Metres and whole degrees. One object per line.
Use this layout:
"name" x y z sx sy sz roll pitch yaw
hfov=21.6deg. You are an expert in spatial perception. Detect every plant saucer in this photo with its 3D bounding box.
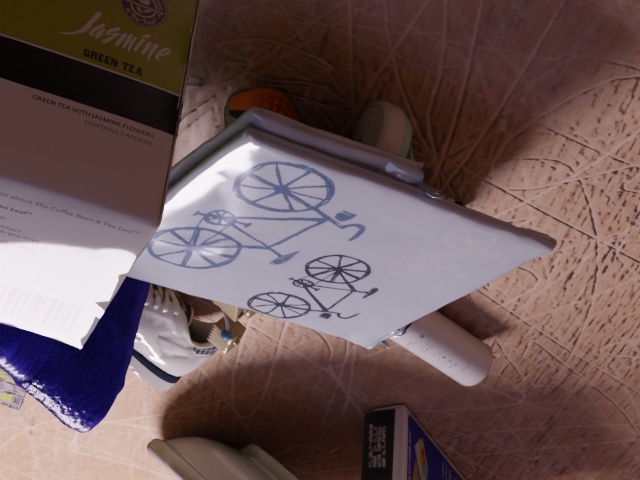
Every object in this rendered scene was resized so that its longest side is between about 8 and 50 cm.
"plant saucer" -0.039 0.358 2.086 0.400 0.100 0.400 41 170 9

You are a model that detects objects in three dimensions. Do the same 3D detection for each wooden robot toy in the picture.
"wooden robot toy" -0.100 0.043 1.781 0.079 0.076 0.173 38 150 14

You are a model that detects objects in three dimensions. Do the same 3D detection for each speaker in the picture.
"speaker" 0.128 0.109 1.834 0.055 0.055 0.136 -24 137 37

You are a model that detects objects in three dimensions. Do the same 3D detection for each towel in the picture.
"towel" -0.276 0.017 1.595 0.076 0.228 0.308 -14 142 28

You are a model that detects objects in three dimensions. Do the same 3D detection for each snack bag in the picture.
"snack bag" 0.000 0.000 1.529 0.342 0.037 0.323 18 150 -27

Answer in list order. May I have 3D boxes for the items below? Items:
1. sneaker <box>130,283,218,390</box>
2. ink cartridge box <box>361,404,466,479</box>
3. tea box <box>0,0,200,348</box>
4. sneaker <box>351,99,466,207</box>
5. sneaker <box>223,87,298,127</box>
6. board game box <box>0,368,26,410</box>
"sneaker" -0.205 0.071 1.817 0.095 0.090 0.235 -33 134 21
"ink cartridge box" 0.132 0.404 2.058 0.072 0.304 0.307 -12 143 20
"tea box" -0.280 -0.139 1.265 0.329 0.324 0.220 17 147 -15
"sneaker" 0.095 -0.045 1.564 0.151 0.094 0.256 13 157 -1
"sneaker" -0.073 -0.047 1.591 0.121 0.099 0.262 2 146 13
"board game box" -0.404 0.098 1.825 0.208 0.056 0.347 22 157 -6
